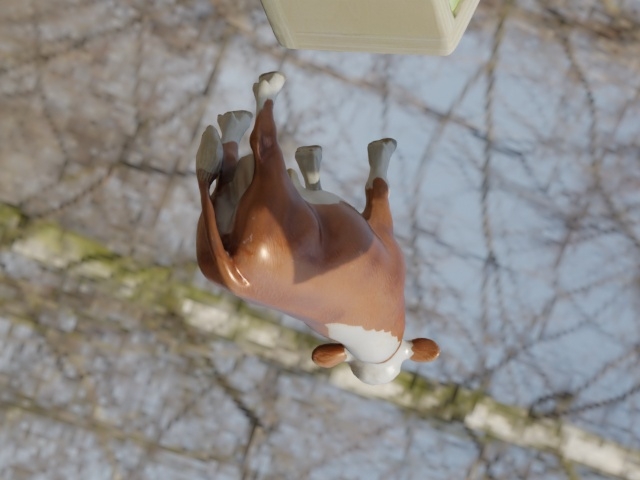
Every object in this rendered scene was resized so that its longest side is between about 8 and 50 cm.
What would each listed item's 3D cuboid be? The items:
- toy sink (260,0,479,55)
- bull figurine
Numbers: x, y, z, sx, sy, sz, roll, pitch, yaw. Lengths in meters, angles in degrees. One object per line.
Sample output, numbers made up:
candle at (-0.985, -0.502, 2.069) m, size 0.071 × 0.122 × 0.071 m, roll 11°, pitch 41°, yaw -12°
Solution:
toy sink at (0.026, -0.247, 1.041) m, size 0.131 × 0.234 × 0.153 m, roll 6°, pitch -131°, yaw 27°
bull figurine at (0.000, 0.000, 1.366) m, size 0.101 × 0.310 × 0.188 m, roll -12°, pitch -110°, yaw 23°
